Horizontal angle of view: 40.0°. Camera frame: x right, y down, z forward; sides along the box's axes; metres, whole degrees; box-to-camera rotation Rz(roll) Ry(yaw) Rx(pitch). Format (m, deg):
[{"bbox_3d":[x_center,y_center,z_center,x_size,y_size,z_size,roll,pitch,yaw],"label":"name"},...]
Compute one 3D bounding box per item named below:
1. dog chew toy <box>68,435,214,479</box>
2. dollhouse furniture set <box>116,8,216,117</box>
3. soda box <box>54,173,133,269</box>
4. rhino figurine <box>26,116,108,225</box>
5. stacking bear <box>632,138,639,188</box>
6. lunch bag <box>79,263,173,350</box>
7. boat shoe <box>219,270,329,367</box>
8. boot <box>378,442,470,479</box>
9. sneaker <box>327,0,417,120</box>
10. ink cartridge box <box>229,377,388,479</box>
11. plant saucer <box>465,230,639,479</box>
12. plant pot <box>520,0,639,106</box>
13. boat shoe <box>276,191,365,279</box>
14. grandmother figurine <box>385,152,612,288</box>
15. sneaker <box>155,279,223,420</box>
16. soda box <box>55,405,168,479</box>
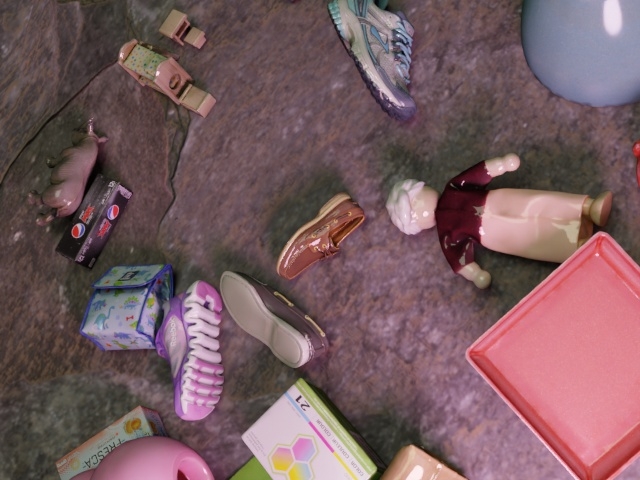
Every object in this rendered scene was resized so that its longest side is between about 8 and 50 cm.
[{"bbox_3d":[-0.321,0.435,1.354,0.332,0.206,0.206,-28,62,19],"label":"dog chew toy"},{"bbox_3d":[-0.264,-0.354,1.678,0.182,0.101,0.161,29,83,28],"label":"dollhouse furniture set"},{"bbox_3d":[-0.423,-0.036,1.648,0.060,0.053,0.169,23,79,28],"label":"soda box"},{"bbox_3d":[-0.476,-0.143,1.694,0.106,0.073,0.243,-10,51,33],"label":"rhino figurine"},{"bbox_3d":[0.585,-0.110,1.213,0.289,0.164,0.175,-6,112,32],"label":"stacking bear"},{"bbox_3d":[-0.332,0.108,1.539,0.129,0.096,0.151,-3,55,24],"label":"lunch bag"},{"bbox_3d":[-0.079,0.122,1.444,0.228,0.069,0.081,41,128,33],"label":"boat shoe"},{"bbox_3d":[0.055,0.390,1.209,0.269,0.236,0.089,-54,37,-1],"label":"boot"},{"bbox_3d":[0.112,-0.335,1.518,0.122,0.110,0.283,-28,63,6],"label":"sneaker"},{"bbox_3d":[-0.048,0.367,1.319,0.255,0.097,0.189,-44,61,0],"label":"ink cartridge box"},{"bbox_3d":[0.376,0.165,1.211,0.258,0.048,0.259,-42,85,2],"label":"plant saucer"},{"bbox_3d":[0.441,-0.379,1.351,0.290,0.195,0.290,-8,68,20],"label":"plant pot"},{"bbox_3d":[0.000,0.000,1.458,0.178,0.064,0.060,-46,59,-2],"label":"boat shoe"},{"bbox_3d":[0.256,-0.030,1.351,0.342,0.104,0.208,12,79,28],"label":"grandmother figurine"},{"bbox_3d":[-0.226,0.187,1.469,0.104,0.095,0.236,-15,61,24],"label":"sneaker"},{"bbox_3d":[-0.346,0.352,1.466,0.183,0.058,0.063,-34,62,8],"label":"soda box"}]
